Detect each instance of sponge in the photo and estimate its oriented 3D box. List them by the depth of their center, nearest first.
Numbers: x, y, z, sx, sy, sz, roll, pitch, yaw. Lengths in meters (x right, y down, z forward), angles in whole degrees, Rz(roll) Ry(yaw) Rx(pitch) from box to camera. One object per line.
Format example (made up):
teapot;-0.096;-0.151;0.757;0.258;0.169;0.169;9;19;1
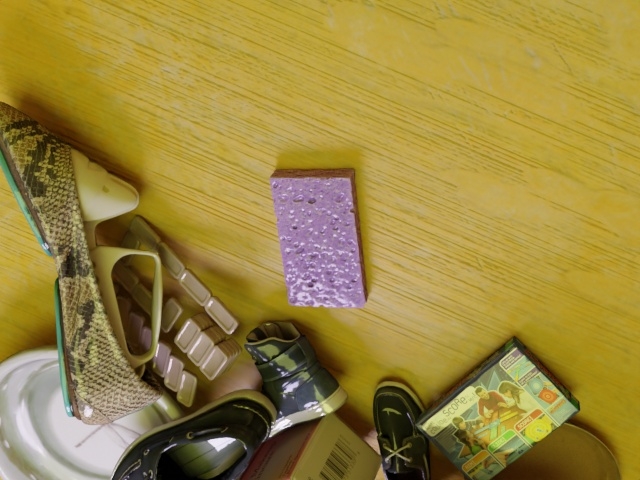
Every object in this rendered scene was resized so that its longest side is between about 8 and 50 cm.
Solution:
sponge;0.000;0.000;1.158;0.117;0.031;0.210;0;117;14

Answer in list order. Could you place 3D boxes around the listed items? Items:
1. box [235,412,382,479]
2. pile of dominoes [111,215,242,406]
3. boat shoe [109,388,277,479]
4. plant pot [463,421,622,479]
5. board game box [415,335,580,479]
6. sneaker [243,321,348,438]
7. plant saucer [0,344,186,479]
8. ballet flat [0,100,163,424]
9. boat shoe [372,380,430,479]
box;-0.039;0.387;1.272;0.127;0.148;0.232;44;132;-9
pile of dominoes;-0.230;0.109;1.247;0.251;0.040;0.196;45;122;15
boat shoe;-0.212;0.353;1.234;0.340;0.113;0.127;-30;109;20
plant pot;0.344;0.363;1.263;0.236;0.032;0.236;6;119;11
board game box;0.259;0.255;1.196;0.136;0.035;0.201;46;110;1
sneaker;-0.083;0.218;1.266;0.226;0.086;0.163;-31;98;34
plant saucer;-0.380;0.327;1.380;0.401;0.100;0.400;5;117;11
ballet flat;-0.327;0.024;1.170;0.182;0.164;0.482;-14;98;-8
boat shoe;0.131;0.328;1.271;0.084;0.079;0.233;-6;113;16
